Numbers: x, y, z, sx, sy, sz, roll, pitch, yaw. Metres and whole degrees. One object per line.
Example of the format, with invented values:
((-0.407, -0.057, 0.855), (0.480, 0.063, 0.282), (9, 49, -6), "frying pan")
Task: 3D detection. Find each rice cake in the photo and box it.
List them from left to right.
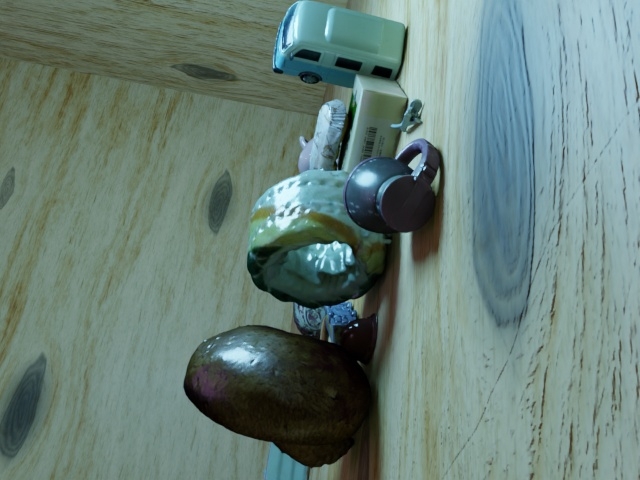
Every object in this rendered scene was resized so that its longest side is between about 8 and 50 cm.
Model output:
((-0.093, 0.635, 1.594), (0.043, 0.127, 0.237), (107, 172, -68), "rice cake")

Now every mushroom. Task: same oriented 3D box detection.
((-0.076, 0.251, 1.026), (0.345, 0.345, 0.239), (109, 171, -60), "mushroom")

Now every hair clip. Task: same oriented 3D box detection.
((0.153, -0.213, 1.018), (0.039, 0.030, 0.115), (-62, 6, -6), "hair clip")

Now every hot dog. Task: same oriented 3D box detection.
((0.019, -0.207, 1.243), (0.108, 0.059, 0.191), (-110, 29, -48), "hot dog")

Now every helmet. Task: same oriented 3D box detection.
((-0.031, 0.202, 1.719), (0.153, 0.107, 0.177), (114, 174, -60), "helmet")
((0.065, 0.178, 1.082), (0.111, 0.057, 0.089), (105, 174, -48), "helmet")

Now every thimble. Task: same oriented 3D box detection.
((0.000, 0.000, 1.079), (0.288, 0.254, 0.167), (-35, 42, 44), "thimble")

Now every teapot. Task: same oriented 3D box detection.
((0.117, -0.068, 0.848), (0.116, 0.148, 0.146), (64, 172, -17), "teapot")

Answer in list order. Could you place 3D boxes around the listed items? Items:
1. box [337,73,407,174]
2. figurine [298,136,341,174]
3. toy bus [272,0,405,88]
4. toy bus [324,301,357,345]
((0.102, -0.219, 1.211), (0.168, 0.095, 0.212), (-97, 17, -64), "box")
((0.053, -0.179, 1.547), (0.176, 0.186, 0.287), (53, -174, -42), "figurine")
((0.041, -0.421, 1.263), (0.165, 0.271, 0.133), (134, 145, -75), "toy bus")
((0.045, 0.182, 1.288), (0.190, 0.064, 0.075), (-130, 38, -83), "toy bus")
